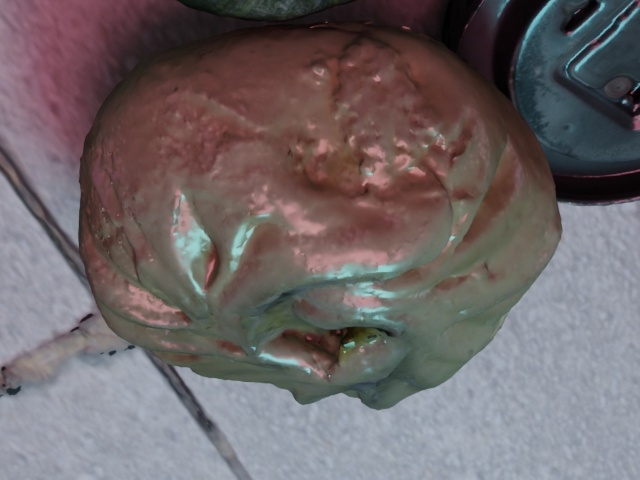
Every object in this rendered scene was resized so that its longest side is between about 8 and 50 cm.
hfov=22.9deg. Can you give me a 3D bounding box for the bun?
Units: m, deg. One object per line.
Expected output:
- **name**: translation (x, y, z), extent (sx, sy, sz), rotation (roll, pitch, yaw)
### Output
- **bun**: translation (0.000, 0.000, 1.163), extent (0.359, 0.211, 0.360), rotation (-1, 151, -1)

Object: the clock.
- **clock**: translation (0.245, -0.157, 1.241), extent (0.312, 0.061, 0.313), rotation (-7, 135, -7)

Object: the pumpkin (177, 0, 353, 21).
- **pumpkin**: translation (-0.033, -0.287, 1.014), extent (0.300, 0.207, 0.300), rotation (-12, 144, -9)
